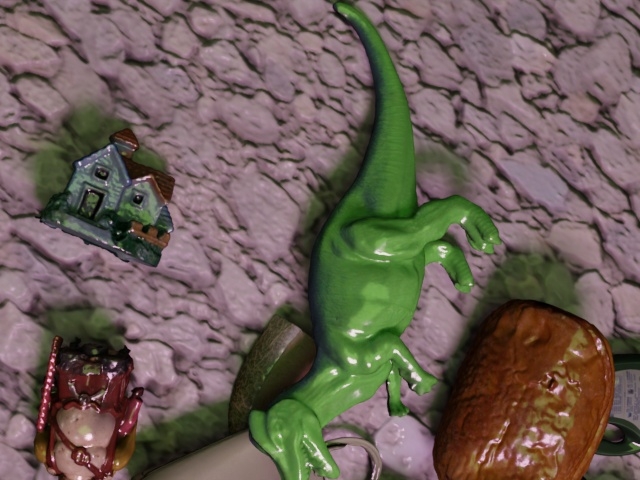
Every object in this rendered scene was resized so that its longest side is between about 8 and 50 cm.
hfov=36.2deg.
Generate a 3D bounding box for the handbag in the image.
[{"bbox_3d":[-0.059,0.330,1.180,0.315,0.109,0.241,-16,106,-15],"label":"handbag"}]

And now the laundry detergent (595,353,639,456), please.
[{"bbox_3d":[0.366,0.221,1.293,0.210,0.063,0.137,-3,100,-12],"label":"laundry detergent"}]

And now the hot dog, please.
[{"bbox_3d":[0.245,0.213,1.203,0.196,0.122,0.272,18,83,25],"label":"hot dog"}]

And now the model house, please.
[{"bbox_3d":[-0.231,-0.060,1.127,0.148,0.119,0.149,22,81,-13],"label":"model house"}]

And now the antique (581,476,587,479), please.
[{"bbox_3d":[0.307,0.480,1.230,0.255,0.185,0.322,41,97,-11],"label":"antique"}]

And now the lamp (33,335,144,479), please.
[{"bbox_3d":[-0.276,0.242,1.130,0.118,0.118,0.253,11,90,-13],"label":"lamp"}]

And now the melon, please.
[{"bbox_3d":[-0.063,0.189,1.213,0.098,0.054,0.182,42,84,-27],"label":"melon"}]

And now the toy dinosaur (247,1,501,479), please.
[{"bbox_3d":[0.000,0.000,1.177,0.374,0.144,0.500,-28,85,-14],"label":"toy dinosaur"}]
